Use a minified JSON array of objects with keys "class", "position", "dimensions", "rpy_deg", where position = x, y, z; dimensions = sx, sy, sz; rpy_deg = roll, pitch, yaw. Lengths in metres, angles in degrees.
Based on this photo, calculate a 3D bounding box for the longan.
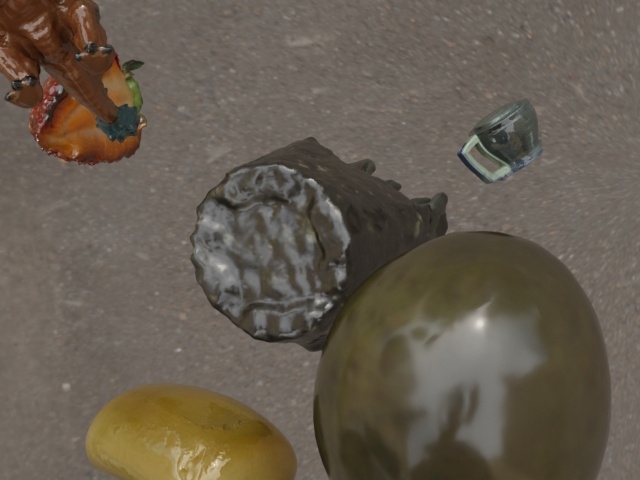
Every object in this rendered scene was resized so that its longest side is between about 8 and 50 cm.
[{"class":"longan","position":[0.102,0.109,0.670],"dimensions":[0.215,0.246,0.246],"rpy_deg":[19,101,-11]}]

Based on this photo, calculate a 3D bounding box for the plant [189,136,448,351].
[{"class":"plant","position":[0.000,0.000,0.966],"dimensions":[0.188,0.276,0.199],"rpy_deg":[38,107,19]}]

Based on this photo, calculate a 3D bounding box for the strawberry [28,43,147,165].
[{"class":"strawberry","position":[-0.277,-0.152,1.109],"dimensions":[0.085,0.140,0.192],"rpy_deg":[-4,57,30]}]

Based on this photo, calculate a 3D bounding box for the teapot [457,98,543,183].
[{"class":"teapot","position":[0.173,-0.091,0.897],"dimensions":[0.088,0.066,0.057],"rpy_deg":[-37,98,-17]}]

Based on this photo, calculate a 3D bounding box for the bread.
[{"class":"bread","position":[-0.127,0.194,0.921],"dimensions":[0.217,0.147,0.098],"rpy_deg":[12,98,40]}]

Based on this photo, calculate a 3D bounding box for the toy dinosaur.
[{"class":"toy dinosaur","position":[-0.115,-0.089,0.382],"dimensions":[0.049,0.154,0.055],"rpy_deg":[-28,51,1]}]
